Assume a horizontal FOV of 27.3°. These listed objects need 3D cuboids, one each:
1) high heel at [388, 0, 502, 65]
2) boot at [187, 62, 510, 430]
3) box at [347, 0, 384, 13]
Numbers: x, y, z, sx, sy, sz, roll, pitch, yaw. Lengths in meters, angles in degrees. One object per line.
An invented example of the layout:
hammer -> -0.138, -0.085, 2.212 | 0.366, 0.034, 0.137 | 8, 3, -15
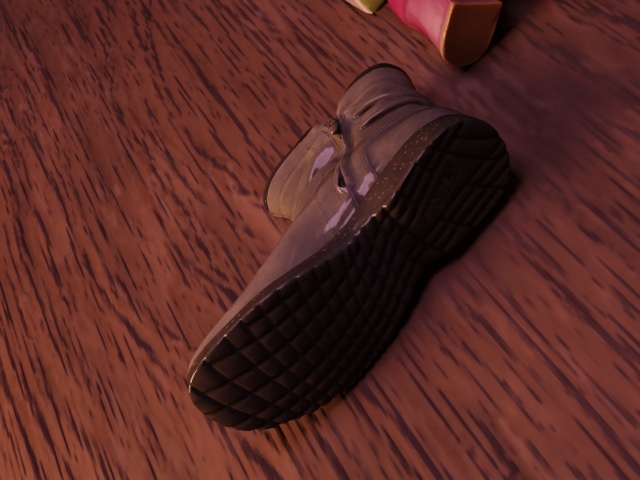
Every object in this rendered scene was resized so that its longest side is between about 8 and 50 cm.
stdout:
high heel -> 0.101, -0.241, 0.849 | 0.117, 0.082, 0.244 | -120, 32, -45
boot -> 0.000, 0.000, 0.830 | 0.246, 0.083, 0.161 | -46, 28, -3
box -> 0.064, -0.354, 0.934 | 0.322, 0.232, 0.058 | -47, 34, 6
